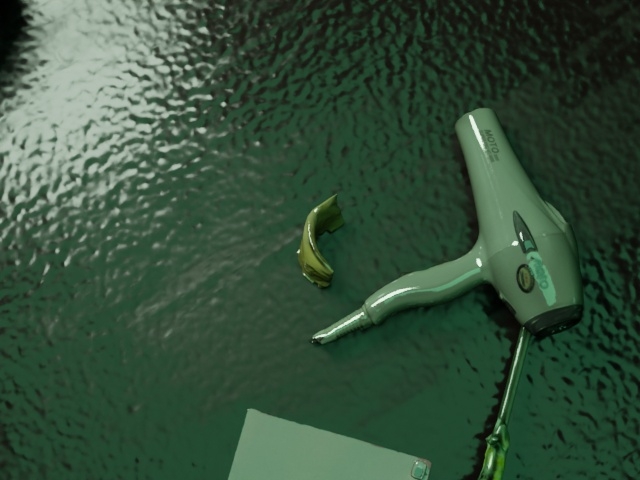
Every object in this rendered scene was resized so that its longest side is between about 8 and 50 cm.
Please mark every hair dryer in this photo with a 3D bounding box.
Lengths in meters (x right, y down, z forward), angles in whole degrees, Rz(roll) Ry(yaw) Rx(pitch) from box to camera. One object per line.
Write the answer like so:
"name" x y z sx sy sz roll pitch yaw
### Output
"hair dryer" 0.116 -0.015 1.124 0.267 0.092 0.229 -3 73 10

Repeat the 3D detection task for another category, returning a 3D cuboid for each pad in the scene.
"pad" 0.004 0.242 1.111 0.187 0.006 0.113 16 82 2

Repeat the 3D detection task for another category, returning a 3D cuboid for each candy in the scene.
"candy" 0.178 0.187 1.092 0.091 0.083 0.305 5 70 37

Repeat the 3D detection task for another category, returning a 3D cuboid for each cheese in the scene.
"cheese" -0.001 -0.001 1.124 0.041 0.060 0.084 11 75 2
